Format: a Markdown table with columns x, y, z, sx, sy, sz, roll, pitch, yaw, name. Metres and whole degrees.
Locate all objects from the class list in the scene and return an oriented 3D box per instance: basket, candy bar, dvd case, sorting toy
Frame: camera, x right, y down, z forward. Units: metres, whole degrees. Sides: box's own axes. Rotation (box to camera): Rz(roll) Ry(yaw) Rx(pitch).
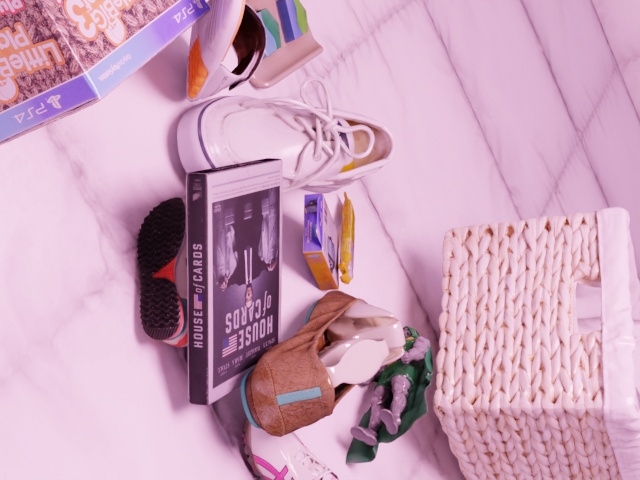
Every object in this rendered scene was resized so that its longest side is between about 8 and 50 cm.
| x | y | z | sx | sy | sz | roll | pitch | yaw | name |
| --- | --- | --- | --- | --- | --- | --- | --- | --- | --- |
| 0.323 | 0.176 | 1.562 | 0.331 | 0.267 | 0.328 | 64 | 28 | -49 | basket |
| 0.036 | -0.004 | 1.471 | 0.161 | 0.018 | 0.040 | -85 | 167 | -51 | candy bar |
| -0.089 | 0.038 | 1.187 | 0.179 | 0.030 | 0.238 | -22 | 114 | -66 | dvd case |
| -0.074 | -0.321 | 1.466 | 0.208 | 0.038 | 0.193 | 64 | 33 | -14 | sorting toy |

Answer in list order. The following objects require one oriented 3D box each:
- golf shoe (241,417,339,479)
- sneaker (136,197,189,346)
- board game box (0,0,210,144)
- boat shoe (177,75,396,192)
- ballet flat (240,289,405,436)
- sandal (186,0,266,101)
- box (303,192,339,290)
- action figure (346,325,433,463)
| x | y | z | sx | sy | sz | roll | pitch | yaw | name |
| --- | --- | --- | --- | --- | --- | --- | --- | --- | --- |
| -0.016 | 0.260 | 1.237 | 0.186 | 0.086 | 0.067 | 60 | 35 | -15 | golf shoe |
| -0.152 | 0.037 | 1.171 | 0.075 | 0.057 | 0.161 | 47 | 37 | -60 | sneaker |
| -0.274 | -0.278 | 1.035 | 0.291 | 0.141 | 0.232 | 60 | 34 | -20 | board game box |
| -0.011 | -0.120 | 1.355 | 0.367 | 0.157 | 0.135 | 2 | 74 | -57 | boat shoe |
| 0.026 | 0.128 | 1.280 | 0.342 | 0.124 | 0.116 | -27 | 102 | -68 | ballet flat |
| -0.093 | -0.216 | 1.203 | 0.076 | 0.265 | 0.101 | 6 | 79 | -16 | sandal |
| 0.000 | 0.000 | 1.392 | 0.136 | 0.028 | 0.081 | 64 | 24 | -61 | box |
| 0.099 | 0.181 | 1.446 | 0.063 | 0.137 | 0.232 | 50 | 28 | -12 | action figure |
